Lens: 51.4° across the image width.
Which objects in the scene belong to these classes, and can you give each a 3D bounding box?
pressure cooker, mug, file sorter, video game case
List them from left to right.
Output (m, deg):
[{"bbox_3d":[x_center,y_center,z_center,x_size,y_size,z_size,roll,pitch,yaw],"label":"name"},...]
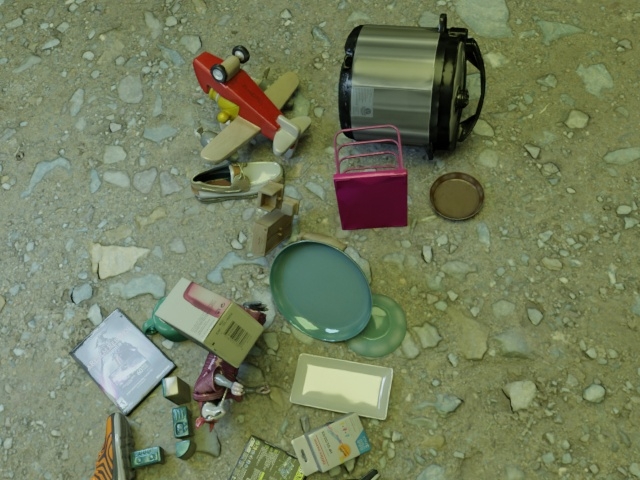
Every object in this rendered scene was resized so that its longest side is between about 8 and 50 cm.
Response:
[{"bbox_3d":[-0.582,0.352,1.955,0.274,0.026,0.196,39,75,20],"label":"video game case"},{"bbox_3d":[-0.436,0.233,1.950,0.130,0.097,0.157,34,73,20],"label":"mug"},{"bbox_3d":[0.150,-0.183,1.969,0.202,0.290,0.182,-4,62,5],"label":"file sorter"},{"bbox_3d":[0.288,-0.463,2.037,0.421,0.370,0.375,7,70,14],"label":"pressure cooker"}]

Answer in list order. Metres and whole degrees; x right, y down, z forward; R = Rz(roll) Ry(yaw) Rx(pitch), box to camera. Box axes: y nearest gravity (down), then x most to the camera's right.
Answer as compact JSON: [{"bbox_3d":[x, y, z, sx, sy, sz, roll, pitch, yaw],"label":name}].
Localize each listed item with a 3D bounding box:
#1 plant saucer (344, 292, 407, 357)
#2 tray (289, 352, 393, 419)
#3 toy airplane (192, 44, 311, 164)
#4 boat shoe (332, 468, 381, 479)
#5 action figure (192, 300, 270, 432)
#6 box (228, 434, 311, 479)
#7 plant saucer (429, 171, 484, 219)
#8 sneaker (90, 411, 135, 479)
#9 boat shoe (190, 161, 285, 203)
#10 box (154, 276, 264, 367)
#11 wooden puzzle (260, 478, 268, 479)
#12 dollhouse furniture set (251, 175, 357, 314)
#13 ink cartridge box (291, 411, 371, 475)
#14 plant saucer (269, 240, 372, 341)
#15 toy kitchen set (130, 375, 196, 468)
[{"bbox_3d":[0.151,0.237,1.910,0.195,0.037,0.194,-3,64,6],"label":"plant saucer"},{"bbox_3d":[0.060,0.405,1.847,0.271,0.030,0.145,8,67,10],"label":"tray"},{"bbox_3d":[-0.228,-0.407,2.164,0.386,0.272,0.384,2,72,-32],"label":"toy airplane"},{"bbox_3d":[0.047,0.647,1.706,0.233,0.084,0.079,-30,66,-4],"label":"boat shoe"},{"bbox_3d":[-0.275,0.331,1.804,0.276,0.248,0.370,15,65,15],"label":"action figure"},{"bbox_3d":[-0.144,0.640,1.756,0.184,0.045,0.190,22,69,13],"label":"box"},{"bbox_3d":[0.420,-0.134,2.054,0.169,0.029,0.168,-2,65,5],"label":"plant saucer"},{"bbox_3d":[-0.594,0.628,1.772,0.180,0.124,0.320,-10,64,1],"label":"sneaker"},{"bbox_3d":[-0.265,-0.196,2.126,0.303,0.103,0.113,-16,65,-1],"label":"boat shoe"},{"bbox_3d":[-0.285,0.207,1.702,0.232,0.148,0.126,19,69,44],"label":"box"},{"bbox_3d":[-0.159,0.822,1.620,0.322,0.080,0.347,-37,78,-9],"label":"wooden puzzle"},{"bbox_3d":[0.000,0.000,1.929,0.356,0.303,0.174,20,32,18],"label":"dollhouse furniture set"},{"bbox_3d":[0.028,0.534,1.738,0.181,0.061,0.104,-21,82,-17],"label":"ink cartridge box"},{"bbox_3d":[0.004,0.137,1.863,0.318,0.317,0.044,22,33,16],"label":"plant saucer"},{"bbox_3d":[-0.443,0.498,1.814,0.166,0.122,0.207,-13,64,1],"label":"toy kitchen set"}]
